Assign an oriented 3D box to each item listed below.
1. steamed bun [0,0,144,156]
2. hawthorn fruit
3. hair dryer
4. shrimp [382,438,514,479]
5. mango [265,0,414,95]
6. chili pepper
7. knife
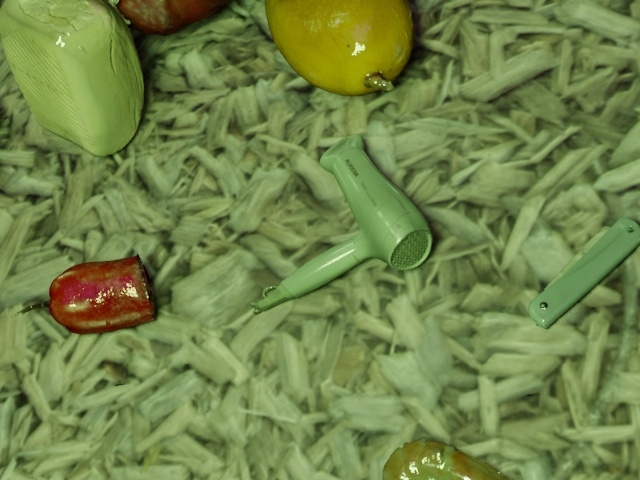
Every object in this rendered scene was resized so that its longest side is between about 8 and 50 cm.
[{"bbox_3d":[-0.317,-0.240,1.509,0.170,0.238,0.152,32,62,29],"label":"steamed bun"},{"bbox_3d":[-0.223,-0.413,1.594,0.242,0.242,0.271,-23,16,6],"label":"hawthorn fruit"},{"bbox_3d":[0.000,0.000,1.364,0.237,0.075,0.206,-39,49,5],"label":"hair dryer"},{"bbox_3d":[0.144,0.267,1.159,0.180,0.041,0.099,16,69,26],"label":"shrimp"},{"bbox_3d":[0.020,-0.297,1.484,0.176,0.119,0.317,-42,53,4],"label":"mango"},{"bbox_3d":[-0.298,0.075,1.404,0.192,0.084,0.086,-12,41,7],"label":"chili pepper"},{"bbox_3d":[0.294,0.033,1.250,0.162,0.023,0.044,-41,58,-7],"label":"knife"}]
